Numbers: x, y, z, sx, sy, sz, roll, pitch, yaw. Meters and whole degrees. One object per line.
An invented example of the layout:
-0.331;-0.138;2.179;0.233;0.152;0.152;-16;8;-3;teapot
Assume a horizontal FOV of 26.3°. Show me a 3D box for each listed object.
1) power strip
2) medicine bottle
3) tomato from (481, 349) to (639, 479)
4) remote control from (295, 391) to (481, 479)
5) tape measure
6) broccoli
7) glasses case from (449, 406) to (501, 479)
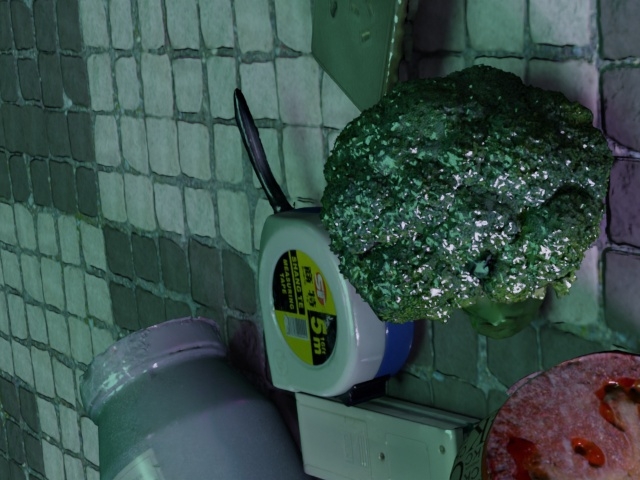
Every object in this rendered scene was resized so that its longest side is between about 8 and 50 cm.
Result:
0.057;-0.239;1.370;0.213;0.064;0.198;-127;38;-52;power strip
-0.154;0.263;1.677;0.290;0.245;0.245;63;143;24;medicine bottle
0.242;0.205;1.142;0.225;0.225;0.085;56;162;29;tomato
0.074;0.226;1.498;0.277;0.055;0.103;6;105;53;remote control
0.000;0.000;1.493;0.215;0.097;0.351;4;106;57;tape measure
0.130;-0.018;1.206;0.270;0.270;0.270;34;159;46;broccoli
0.171;0.297;1.213;0.137;0.085;0.355;-38;31;36;glasses case
